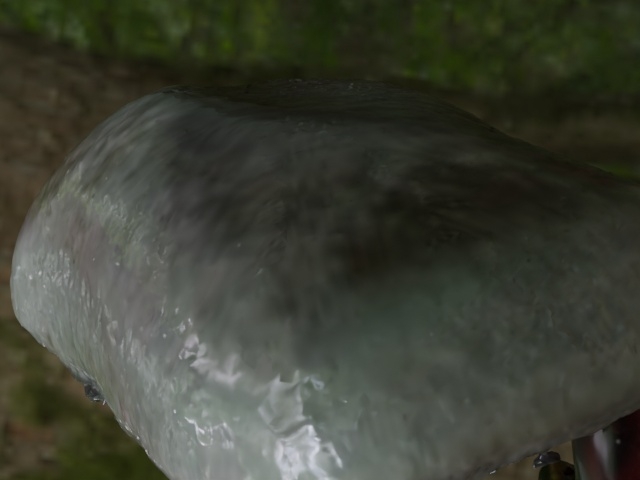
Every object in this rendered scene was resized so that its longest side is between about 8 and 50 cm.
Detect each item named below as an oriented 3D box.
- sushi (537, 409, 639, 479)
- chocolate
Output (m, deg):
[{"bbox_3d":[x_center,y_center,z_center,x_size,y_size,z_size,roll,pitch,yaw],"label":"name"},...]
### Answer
[{"bbox_3d":[0.203,0.137,0.879,0.215,0.212,0.227,176,94,-79],"label":"sushi"},{"bbox_3d":[0.000,0.000,0.700,0.303,0.185,0.100,31,137,60],"label":"chocolate"}]
